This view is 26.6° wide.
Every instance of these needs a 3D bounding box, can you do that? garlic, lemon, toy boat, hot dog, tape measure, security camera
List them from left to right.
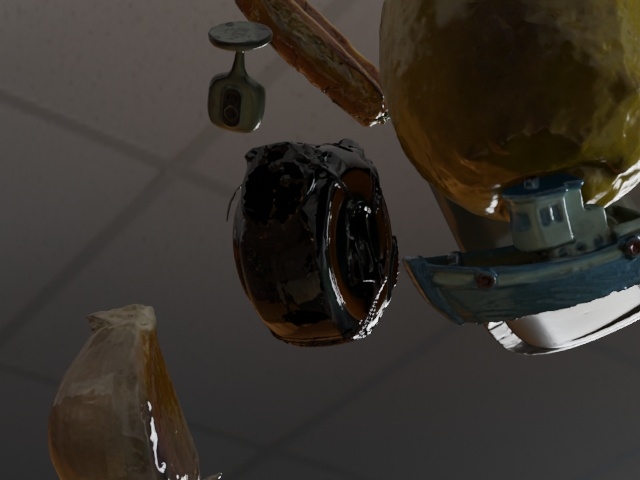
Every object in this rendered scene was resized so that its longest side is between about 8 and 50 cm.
[{"bbox_3d":[-0.124,0.153,0.981,0.090,0.128,0.198,-6,-51,26],"label":"garlic"},{"bbox_3d":[-0.069,-0.134,1.148,0.058,0.058,0.092,-1,-62,-4],"label":"security camera"},{"bbox_3d":[-0.007,-0.251,1.773,0.072,0.269,0.115,-46,-5,12],"label":"hot dog"},{"bbox_3d":[0.000,0.000,1.424,0.135,0.223,0.202,-8,-2,27],"label":"tape measure"},{"bbox_3d":[0.182,-0.168,1.195,0.285,0.316,0.285,0,-49,0],"label":"lemon"},{"bbox_3d":[0.167,-0.003,1.060,0.215,0.088,0.102,-15,-78,-13],"label":"toy boat"}]

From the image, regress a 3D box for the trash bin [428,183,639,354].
[{"bbox_3d":[0.243,-0.025,1.489,0.219,0.250,0.220,-29,-25,8],"label":"trash bin"}]
